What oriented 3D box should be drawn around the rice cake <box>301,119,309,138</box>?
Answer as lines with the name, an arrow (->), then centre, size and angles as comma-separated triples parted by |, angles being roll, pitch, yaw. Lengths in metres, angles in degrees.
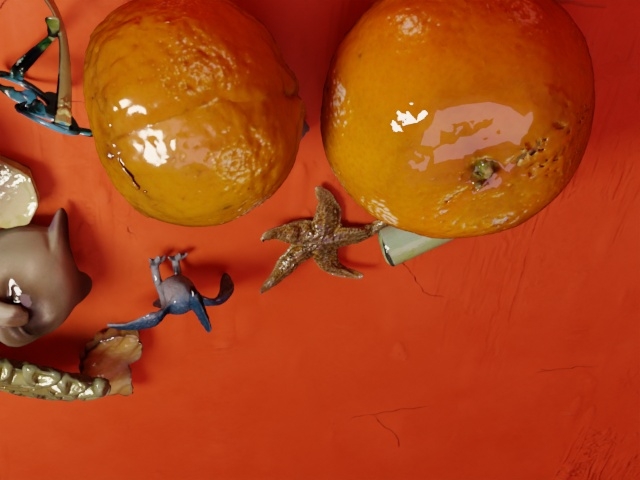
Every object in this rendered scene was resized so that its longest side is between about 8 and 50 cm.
rice cake -> -0.170, -0.150, 1.839 | 0.298, 0.050, 0.106 | -25, 135, 14

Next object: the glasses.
glasses -> -0.405, -0.255, 1.587 | 0.102, 0.239, 0.207 | -18, 120, -23

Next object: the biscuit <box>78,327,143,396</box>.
biscuit -> -0.406, 0.223, 2.169 | 0.118, 0.061, 0.183 | 8, 131, -17

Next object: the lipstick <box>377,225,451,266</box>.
lipstick -> 0.246, -0.046, 1.997 | 0.304, 0.076, 0.076 | -25, 135, 5

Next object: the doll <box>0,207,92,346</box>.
doll -> -0.584, 0.097, 1.882 | 0.370, 0.226, 0.215 | -12, 125, 2

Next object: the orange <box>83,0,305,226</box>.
orange -> -0.173, -0.189, 1.597 | 0.293, 0.340, 0.340 | -15, 136, 3

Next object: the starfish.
starfish -> 0.000, 0.000, 2.022 | 0.277, 0.062, 0.236 | -24, 134, 1

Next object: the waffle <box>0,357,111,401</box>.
waffle -> -0.544, 0.254, 2.062 | 0.292, 0.056, 0.309 | 19, 162, -38

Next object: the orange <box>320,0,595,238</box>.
orange -> 0.207, -0.187, 1.682 | 0.424, 0.326, 0.424 | -7, 136, -7

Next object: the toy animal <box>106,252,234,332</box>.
toy animal -> -0.255, 0.109, 1.988 | 0.239, 0.176, 0.255 | -16, 164, -19

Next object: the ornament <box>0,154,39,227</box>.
ornament -> -0.564, -0.087, 1.798 | 0.201, 0.059, 0.180 | -19, 116, -7
